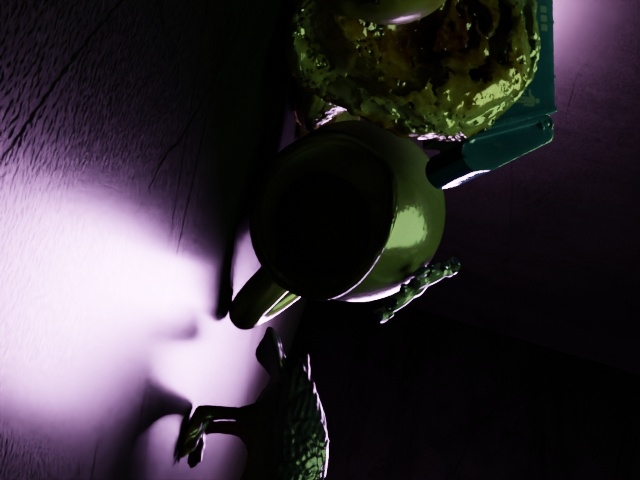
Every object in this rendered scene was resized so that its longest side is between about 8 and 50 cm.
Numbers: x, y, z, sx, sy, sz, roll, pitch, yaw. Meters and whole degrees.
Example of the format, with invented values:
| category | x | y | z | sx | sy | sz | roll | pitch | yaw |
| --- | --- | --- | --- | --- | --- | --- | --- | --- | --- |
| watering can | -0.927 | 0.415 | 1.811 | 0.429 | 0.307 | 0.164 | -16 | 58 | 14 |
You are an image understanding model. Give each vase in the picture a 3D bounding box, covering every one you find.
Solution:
| category | x | y | z | sx | sy | sz | roll | pitch | yaw |
| --- | --- | --- | --- | --- | --- | --- | --- | --- | --- |
| vase | 0.000 | 0.000 | 1.327 | 0.329 | 0.241 | 0.302 | -47 | 173 | 18 |

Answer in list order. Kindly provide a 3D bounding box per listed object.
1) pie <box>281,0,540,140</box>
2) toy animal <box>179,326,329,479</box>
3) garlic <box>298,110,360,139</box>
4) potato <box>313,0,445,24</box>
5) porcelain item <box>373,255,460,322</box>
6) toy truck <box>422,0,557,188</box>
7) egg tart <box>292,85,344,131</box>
| category | x | y | z | sx | sy | sz | roll | pitch | yaw |
| --- | --- | --- | --- | --- | --- | --- | --- | --- | --- |
| pie | 0.113 | -0.234 | 1.081 | 0.085 | 0.308 | 0.308 | -12 | -122 | 64 |
| toy animal | -0.074 | 0.255 | 1.301 | 0.122 | 0.186 | 0.298 | 101 | 6 | -55 |
| garlic | 0.017 | -0.195 | 1.610 | 0.101 | 0.087 | 0.195 | 85 | 20 | -47 |
| potato | 0.072 | -0.325 | 0.841 | 0.140 | 0.173 | 0.300 | -49 | 155 | -66 |
| porcelain item | 0.126 | 0.053 | 1.314 | 0.136 | 0.021 | 0.075 | -34 | 162 | -15 |
| toy truck | 0.176 | -0.249 | 1.238 | 0.146 | 0.175 | 0.367 | 158 | -67 | -71 |
| egg tart | 0.049 | -0.274 | 1.383 | 0.295 | 0.116 | 0.294 | 14 | 90 | -88 |
